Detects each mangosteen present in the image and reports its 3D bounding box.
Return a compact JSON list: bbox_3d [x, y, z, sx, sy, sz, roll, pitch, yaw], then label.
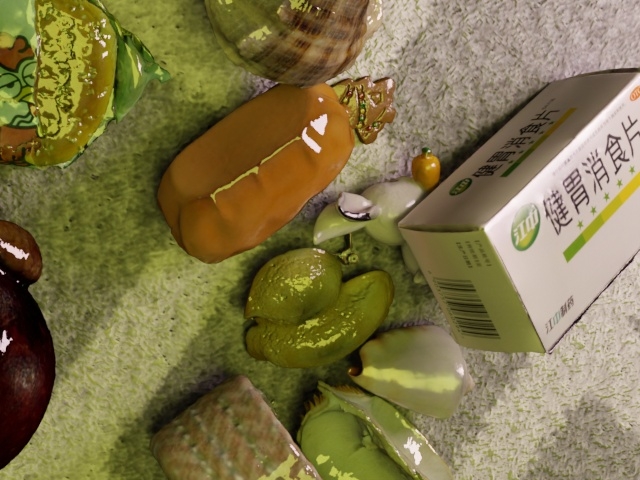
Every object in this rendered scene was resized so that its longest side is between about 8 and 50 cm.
[{"bbox_3d":[-0.401,0.095,1.291,0.297,0.293,0.297,-6,147,-4],"label":"mangosteen"}]

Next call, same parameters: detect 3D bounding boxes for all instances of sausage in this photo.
[{"bbox_3d":[-0.066,-0.078,1.455,0.241,0.120,0.136,-39,147,-6],"label":"sausage"}]

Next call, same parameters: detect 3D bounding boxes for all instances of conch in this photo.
[{"bbox_3d":[-0.026,-0.287,1.380,0.291,0.210,0.159,15,141,-33],"label":"conch"},{"bbox_3d":[0.110,0.155,1.606,0.176,0.094,0.104,14,105,-13],"label":"conch"}]

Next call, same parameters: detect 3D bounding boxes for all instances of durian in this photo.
[{"bbox_3d":[0.067,0.261,1.583,0.144,0.139,0.252,-36,93,-10],"label":"durian"}]

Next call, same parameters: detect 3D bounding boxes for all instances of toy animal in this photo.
[{"bbox_3d":[0.087,-0.027,1.524,0.182,0.127,0.131,36,128,-25],"label":"toy animal"}]

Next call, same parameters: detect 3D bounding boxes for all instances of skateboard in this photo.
[{"bbox_3d":[0.000,0.000,1.553,0.083,0.032,0.063,-5,95,-22],"label":"skateboard"}]

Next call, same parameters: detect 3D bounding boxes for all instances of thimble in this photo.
[{"bbox_3d":[-0.072,0.271,1.491,0.148,0.196,0.229,-37,77,-5],"label":"thimble"}]

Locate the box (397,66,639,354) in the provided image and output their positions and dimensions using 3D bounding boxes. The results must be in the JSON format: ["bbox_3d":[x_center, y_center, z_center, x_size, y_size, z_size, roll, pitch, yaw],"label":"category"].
[{"bbox_3d":[0.265,-0.039,1.530,0.333,0.145,0.173,-42,117,-29],"label":"box"}]

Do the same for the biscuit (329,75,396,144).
[{"bbox_3d":[0.046,-0.157,1.537,0.092,0.016,0.082,22,95,-26],"label":"biscuit"}]

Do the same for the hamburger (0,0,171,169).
[{"bbox_3d":[-0.270,-0.170,1.346,0.235,0.125,0.214,17,107,-10],"label":"hamburger"}]

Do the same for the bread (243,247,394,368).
[{"bbox_3d":[0.004,0.077,1.537,0.188,0.065,0.149,-13,120,-15],"label":"bread"}]
